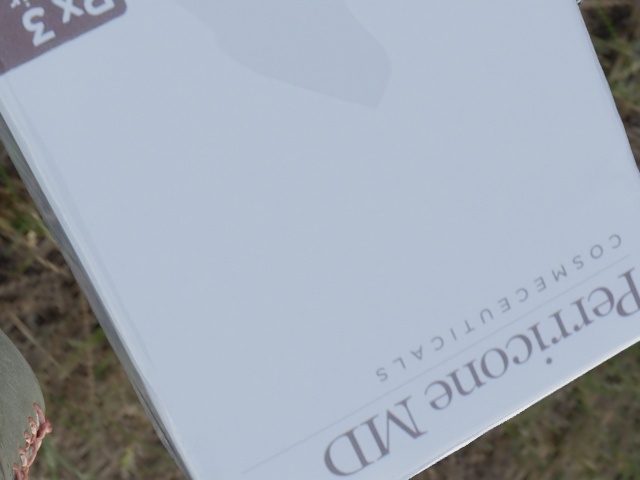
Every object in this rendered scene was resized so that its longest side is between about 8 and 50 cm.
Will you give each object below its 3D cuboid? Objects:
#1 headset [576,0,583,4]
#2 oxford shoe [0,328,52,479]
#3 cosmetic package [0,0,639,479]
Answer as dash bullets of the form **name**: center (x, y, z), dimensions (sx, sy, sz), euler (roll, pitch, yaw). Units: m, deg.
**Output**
- **headset**: center (0.093, -0.299, 0.982), dimensions (0.243, 0.185, 0.394), euler (-5, 75, 2)
- **oxford shoe**: center (-0.223, 0.129, 1.087), dimensions (0.130, 0.348, 0.123), euler (3, 131, -35)
- **cosmetic package**: center (-0.023, -0.062, 0.345), dimensions (0.117, 0.085, 0.231), euler (-30, 111, -9)
